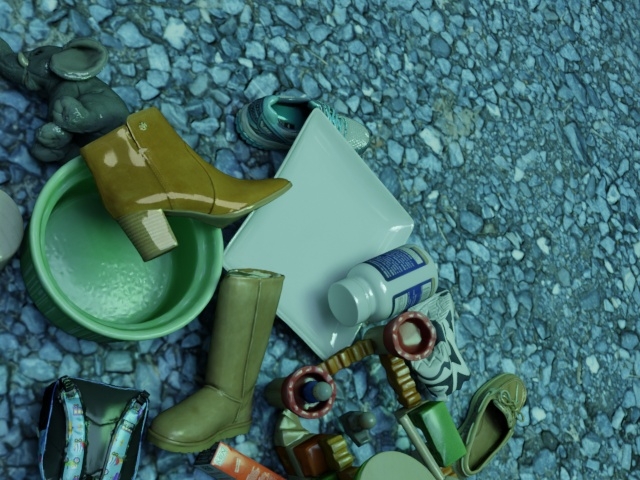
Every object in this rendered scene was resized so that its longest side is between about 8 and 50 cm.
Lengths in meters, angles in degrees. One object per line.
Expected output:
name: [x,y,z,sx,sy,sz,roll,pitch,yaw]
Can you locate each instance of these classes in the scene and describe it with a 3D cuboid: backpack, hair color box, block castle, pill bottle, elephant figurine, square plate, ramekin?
backpack: [-0.344,0.300,1.309,0.158,0.117,0.173,16,66,-28]
hair color box: [-0.129,0.381,1.448,0.141,0.072,0.043,35,60,-19]
block castle: [0.125,0.377,1.493,0.303,0.213,0.453,-24,91,-25]
pill bottle: [0.111,0.084,1.595,0.187,0.112,0.112,-21,87,-34]
elephant figurine: [-0.410,-0.253,1.430,0.186,0.169,0.239,20,44,-57]
square plate: [0.000,0.000,1.601,0.344,0.049,0.347,46,62,-33]
ramekin: [-0.320,0.018,1.393,0.304,0.148,0.303,10,70,-29]

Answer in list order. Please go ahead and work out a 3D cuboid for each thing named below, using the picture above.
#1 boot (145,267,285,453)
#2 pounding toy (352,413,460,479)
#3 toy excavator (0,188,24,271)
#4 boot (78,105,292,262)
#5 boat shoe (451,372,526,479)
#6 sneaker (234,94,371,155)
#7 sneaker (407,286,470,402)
boot: [-0.164,0.180,1.390,0.236,0.089,0.269,-2,107,-62]
pounding toy: [0.105,0.404,1.322,0.183,0.110,0.237,49,37,-1]
toy excavator: [-0.631,0.088,1.157,0.433,0.222,0.444,15,59,-29]
boot: [-0.200,-0.113,1.356,0.295,0.104,0.211,-26,90,-31]
boat shoe: [0.336,0.366,1.736,0.104,0.089,0.285,50,56,-9]
sneaker: [-0.012,-0.210,1.676,0.283,0.122,0.110,5,72,-31]
sneaker: [0.233,0.214,1.727,0.235,0.094,0.153,-88,159,-52]
